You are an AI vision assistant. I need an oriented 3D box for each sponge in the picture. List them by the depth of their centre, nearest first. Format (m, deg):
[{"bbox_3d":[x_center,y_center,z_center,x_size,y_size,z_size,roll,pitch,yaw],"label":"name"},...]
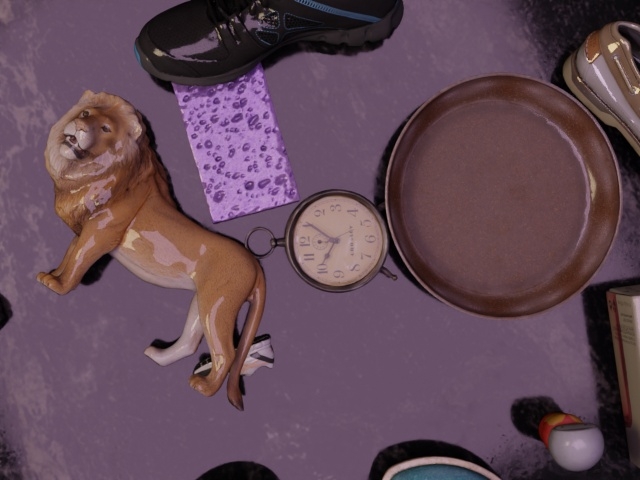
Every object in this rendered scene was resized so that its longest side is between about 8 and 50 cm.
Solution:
[{"bbox_3d":[-0.110,-0.135,1.570,0.117,0.031,0.210,-16,91,-3],"label":"sponge"}]

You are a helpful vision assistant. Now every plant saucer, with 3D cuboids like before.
[{"bbox_3d":[0.229,-0.055,1.564,0.311,0.050,0.310,0,88,-9],"label":"plant saucer"}]

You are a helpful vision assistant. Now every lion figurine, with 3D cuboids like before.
[{"bbox_3d":[-0.192,0.011,1.519,0.392,0.142,0.240,37,81,-8],"label":"lion figurine"}]

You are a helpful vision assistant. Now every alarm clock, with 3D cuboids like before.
[{"bbox_3d":[0.000,0.000,1.559,0.192,0.064,0.129,-2,94,-7],"label":"alarm clock"}]

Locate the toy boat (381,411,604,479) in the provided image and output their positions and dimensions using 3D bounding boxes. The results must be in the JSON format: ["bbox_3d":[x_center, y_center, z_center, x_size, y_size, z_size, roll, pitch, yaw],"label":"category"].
[{"bbox_3d":[0.221,0.336,1.536,0.267,0.148,0.318,43,89,-2],"label":"toy boat"}]

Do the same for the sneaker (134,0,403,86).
[{"bbox_3d":[-0.066,-0.293,1.502,0.341,0.139,0.125,-18,62,-7],"label":"sneaker"}]

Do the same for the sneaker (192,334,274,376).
[{"bbox_3d":[-0.109,0.159,1.571,0.109,0.040,0.043,-19,101,2],"label":"sneaker"}]

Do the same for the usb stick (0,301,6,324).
[{"bbox_3d":[-0.516,0.024,1.546,0.278,0.045,0.077,42,88,-3],"label":"usb stick"}]

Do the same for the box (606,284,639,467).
[{"bbox_3d":[0.460,0.167,1.555,0.149,0.127,0.232,-8,92,-3],"label":"box"}]

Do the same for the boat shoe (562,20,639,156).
[{"bbox_3d":[0.447,-0.154,1.543,0.302,0.103,0.113,36,56,-3],"label":"boat shoe"}]
